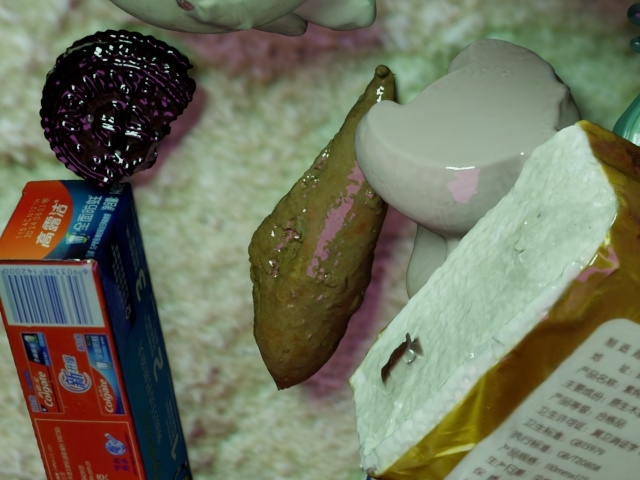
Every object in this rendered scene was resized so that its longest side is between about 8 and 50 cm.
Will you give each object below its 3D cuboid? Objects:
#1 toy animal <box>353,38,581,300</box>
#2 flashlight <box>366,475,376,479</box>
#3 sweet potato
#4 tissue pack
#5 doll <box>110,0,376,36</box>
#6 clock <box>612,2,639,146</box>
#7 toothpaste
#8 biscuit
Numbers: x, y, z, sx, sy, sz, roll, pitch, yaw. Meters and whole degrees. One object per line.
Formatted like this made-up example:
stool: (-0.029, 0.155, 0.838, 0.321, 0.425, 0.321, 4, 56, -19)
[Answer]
toy animal: (0.090, 0.013, 0.839, 0.124, 0.124, 0.212, -6, 131, 15)
flashlight: (0.053, 0.121, 0.969, 0.057, 0.035, 0.121, 17, 128, 0)
sweet potato: (0.000, 0.000, 0.879, 0.068, 0.060, 0.206, 25, 119, 3)
tissue pack: (0.151, 0.064, 0.757, 0.226, 0.092, 0.183, 24, 122, -25)
doll: (-0.082, -0.174, 0.728, 0.155, 0.113, 0.275, -11, 127, 39)
clock: (0.214, -0.030, 0.808, 0.159, 0.066, 0.211, -16, 121, 21)
toothpaste: (-0.119, 0.117, 0.977, 0.066, 0.076, 0.320, 1, 125, 11)
biscuit: (-0.102, -0.067, 0.868, 0.089, 0.027, 0.087, -7, 123, 16)
